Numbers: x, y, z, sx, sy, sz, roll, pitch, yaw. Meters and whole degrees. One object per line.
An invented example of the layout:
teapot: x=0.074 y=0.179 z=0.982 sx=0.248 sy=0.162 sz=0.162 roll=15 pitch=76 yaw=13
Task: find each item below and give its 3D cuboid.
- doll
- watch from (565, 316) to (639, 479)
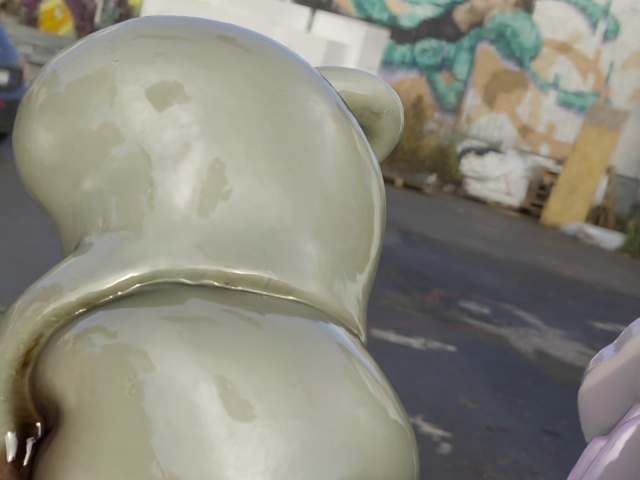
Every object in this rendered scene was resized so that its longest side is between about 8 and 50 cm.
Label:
doll: x=-0.061 y=0.041 z=0.603 sx=0.226 sy=0.215 sz=0.370 roll=3 pitch=53 yaw=-2
watch: x=0.258 y=0.124 z=0.633 sx=0.211 sy=0.248 sz=0.217 roll=43 pitch=24 yaw=-4
